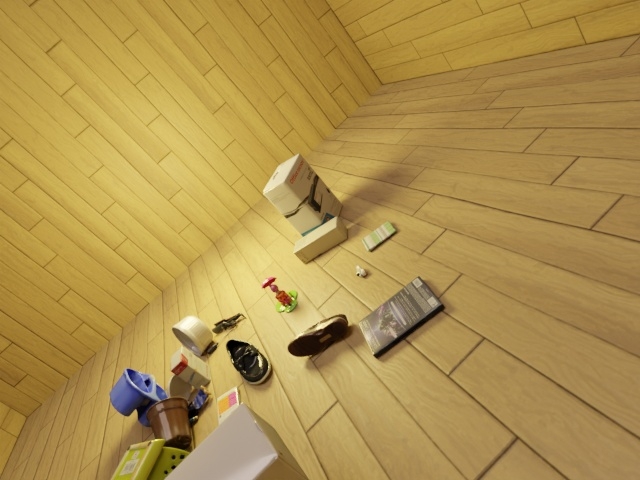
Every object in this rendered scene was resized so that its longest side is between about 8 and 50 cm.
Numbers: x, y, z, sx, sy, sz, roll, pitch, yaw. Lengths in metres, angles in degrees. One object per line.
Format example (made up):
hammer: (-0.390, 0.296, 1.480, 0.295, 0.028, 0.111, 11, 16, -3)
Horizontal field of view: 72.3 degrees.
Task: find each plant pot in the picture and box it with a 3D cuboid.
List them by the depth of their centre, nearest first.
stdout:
plant pot: (-0.599, 0.843, 1.549, 0.228, 0.207, 0.227, -25, 28, 32)
plant pot: (-0.593, 0.743, 1.743, 0.167, 0.167, 0.165, -40, 47, 5)

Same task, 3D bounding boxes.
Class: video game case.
video game case: (0.262, 0.251, 1.471, 0.274, 0.026, 0.196, -40, 24, 7)

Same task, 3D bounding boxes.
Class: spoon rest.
spoon rest: (-0.648, 0.726, 1.951, 0.084, 0.137, 0.276, -9, 52, 30)

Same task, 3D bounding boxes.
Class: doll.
doll: (-0.548, 0.719, 1.878, 0.129, 0.046, 0.189, 17, 67, 52)

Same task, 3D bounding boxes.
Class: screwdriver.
screwdriver: (-0.507, 0.504, 2.214, 0.170, 0.025, 0.024, -50, 25, -16)

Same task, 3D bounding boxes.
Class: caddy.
caddy: (-0.849, 0.727, 2.091, 0.179, 0.241, 0.341, -56, 27, -15)

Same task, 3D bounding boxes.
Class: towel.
towel: (0.260, -0.017, 1.942, 0.152, 0.023, 0.113, -36, 26, 8)

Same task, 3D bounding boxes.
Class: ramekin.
ramekin: (-0.653, 0.482, 2.260, 0.207, 0.207, 0.109, -11, 29, 50)

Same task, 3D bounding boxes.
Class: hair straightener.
hair straightener: (-0.476, 0.438, 2.266, 0.231, 0.047, 0.089, -24, 29, 26)

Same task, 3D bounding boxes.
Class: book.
book: (-0.358, 0.652, 1.725, 0.096, 0.035, 0.144, -38, 24, 2)

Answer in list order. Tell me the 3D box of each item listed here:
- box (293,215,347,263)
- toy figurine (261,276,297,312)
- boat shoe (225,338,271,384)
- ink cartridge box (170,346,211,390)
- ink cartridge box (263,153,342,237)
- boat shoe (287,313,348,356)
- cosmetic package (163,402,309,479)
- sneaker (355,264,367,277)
box: (0.000, 0.000, 2.214, 0.275, 0.094, 0.113, -31, 26, 23)
toy figurine: (-0.200, 0.240, 2.027, 0.130, 0.159, 0.173, -45, 24, -6)
boat shoe: (-0.316, 0.488, 1.835, 0.127, 0.113, 0.340, -46, 24, -10)
ink cartridge box: (-0.597, 0.589, 2.017, 0.072, 0.175, 0.127, -44, 23, 1)
ink cartridge box: (-0.084, -0.220, 2.341, 0.166, 0.395, 0.285, -26, 29, 34)
boat shoe: (-0.004, 0.353, 1.643, 0.258, 0.095, 0.095, -27, 13, 17)
cosmetic package: (-0.229, 0.571, 0.955, 0.365, 0.155, 0.197, -41, 34, -12)
sneaker: (0.160, 0.130, 1.824, 0.037, 0.032, 0.083, -44, 23, -4)
